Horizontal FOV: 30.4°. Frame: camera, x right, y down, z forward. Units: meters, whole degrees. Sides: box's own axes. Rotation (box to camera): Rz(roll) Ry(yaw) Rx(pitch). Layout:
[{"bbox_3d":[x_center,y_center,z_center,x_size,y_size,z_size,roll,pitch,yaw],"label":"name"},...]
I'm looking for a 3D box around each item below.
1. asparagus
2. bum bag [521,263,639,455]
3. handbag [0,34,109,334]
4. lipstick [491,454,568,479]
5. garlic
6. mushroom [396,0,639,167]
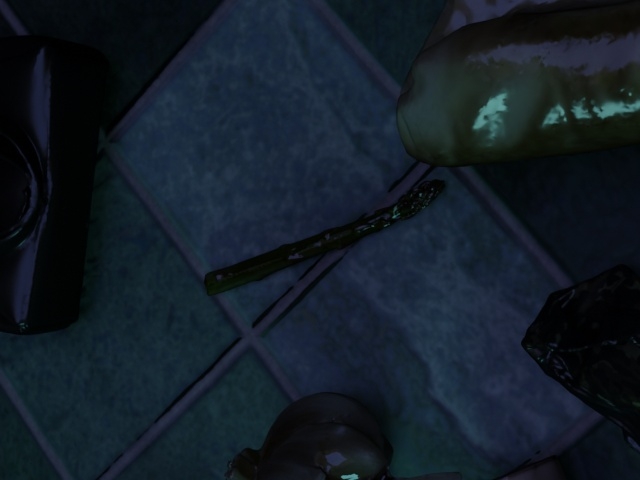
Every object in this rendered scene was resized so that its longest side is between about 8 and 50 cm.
[{"bbox_3d":[0.000,0.000,1.042,0.248,0.025,0.024,-22,36,23],"label":"asparagus"},{"bbox_3d":[0.263,0.119,0.885,0.102,0.069,0.248,-41,68,-7],"label":"bum bag"},{"bbox_3d":[-0.336,-0.059,1.163,0.257,0.113,0.285,7,91,33],"label":"handbag"},{"bbox_3d":[0.206,0.331,0.893,0.087,0.087,0.327,-28,76,22],"label":"lipstick"},{"bbox_3d":[0.029,0.190,0.958,0.194,0.127,0.131,-14,99,34],"label":"garlic"},{"bbox_3d":[0.247,-0.179,0.851,0.313,0.224,0.397,37,111,8],"label":"mushroom"}]
